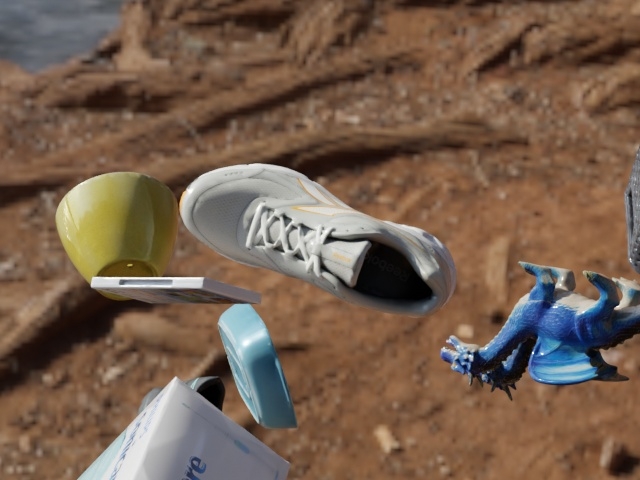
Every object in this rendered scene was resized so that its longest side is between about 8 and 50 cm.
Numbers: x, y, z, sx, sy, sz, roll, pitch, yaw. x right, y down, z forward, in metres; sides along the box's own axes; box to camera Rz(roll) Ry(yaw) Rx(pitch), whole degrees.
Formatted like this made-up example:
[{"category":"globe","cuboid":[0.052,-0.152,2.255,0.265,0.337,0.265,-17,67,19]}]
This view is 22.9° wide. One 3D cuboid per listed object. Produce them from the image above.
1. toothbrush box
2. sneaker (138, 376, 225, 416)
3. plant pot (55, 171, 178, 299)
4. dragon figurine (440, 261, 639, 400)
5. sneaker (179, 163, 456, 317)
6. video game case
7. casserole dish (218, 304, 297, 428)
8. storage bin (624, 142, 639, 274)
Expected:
[{"category":"toothbrush box","cuboid":[-0.174,0.282,1.226,0.126,0.295,0.216,38,25,-10]},{"category":"sneaker","cuboid":[-0.166,0.266,1.912,0.106,0.101,0.267,-25,40,18]},{"category":"plant pot","cuboid":[-0.212,0.007,1.695,0.134,0.134,0.095,-4,49,-13]},{"category":"dragon figurine","cuboid":[0.258,0.102,1.570,0.289,0.144,0.085,8,0,37]},{"category":"sneaker","cuboid":[0.000,0.000,1.406,0.262,0.099,0.121,17,6,0]},{"category":"video game case","cuboid":[-0.125,0.044,1.372,0.122,0.011,0.087,0,-11,32]},{"category":"casserole dish","cuboid":[-0.065,0.123,1.548,0.037,0.114,0.188,-18,13,-8]},{"category":"storage bin","cuboid":[0.350,-0.028,1.302,0.180,0.084,0.122,7,42,1]}]
